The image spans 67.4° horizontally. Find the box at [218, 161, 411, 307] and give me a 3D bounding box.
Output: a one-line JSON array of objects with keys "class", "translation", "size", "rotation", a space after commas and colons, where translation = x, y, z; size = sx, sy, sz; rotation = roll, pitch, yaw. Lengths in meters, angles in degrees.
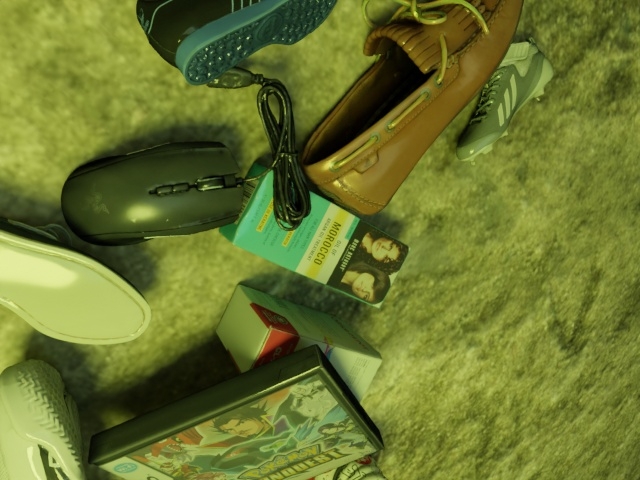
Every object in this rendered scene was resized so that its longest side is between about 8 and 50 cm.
[{"class": "box", "translation": [0.000, 0.000, 0.630], "size": [0.244, 0.060, 0.101], "rotation": [26, 93, -32]}]

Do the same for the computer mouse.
[{"class": "computer mouse", "translation": [-0.140, -0.091, 0.495], "size": [0.261, 0.060, 0.184], "rotation": [-5, 95, -9]}]

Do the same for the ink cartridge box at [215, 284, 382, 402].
[{"class": "ink cartridge box", "translation": [-0.028, 0.134, 0.618], "size": [0.175, 0.127, 0.073], "rotation": [24, 95, -31]}]

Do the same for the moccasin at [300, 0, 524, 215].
[{"class": "moccasin", "translation": [0.110, -0.217, 0.587], "size": [0.380, 0.139, 0.147], "rotation": [-50, 131, 5]}]

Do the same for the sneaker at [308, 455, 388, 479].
[{"class": "sneaker", "translation": [0.028, 0.436, 0.734], "size": [0.090, 0.145, 0.270], "rotation": [6, 103, -30]}]

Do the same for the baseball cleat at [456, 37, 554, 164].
[{"class": "baseball cleat", "translation": [0.251, -0.212, 0.705], "size": [0.206, 0.072, 0.109], "rotation": [-47, 107, -13]}]

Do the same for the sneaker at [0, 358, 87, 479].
[{"class": "sneaker", "translation": [-0.347, 0.309, 0.495], "size": [0.210, 0.137, 0.366], "rotation": [-11, 114, -28]}]

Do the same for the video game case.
[{"class": "video game case", "translation": [-0.082, 0.248, 0.585], "size": [0.274, 0.035, 0.248], "rotation": [-23, 134, 6]}]

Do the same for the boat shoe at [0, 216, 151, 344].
[{"class": "boat shoe", "translation": [-0.291, 0.030, 0.472], "size": [0.254, 0.079, 0.095], "rotation": [24, 98, -29]}]

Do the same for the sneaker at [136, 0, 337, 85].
[{"class": "sneaker", "translation": [-0.077, -0.248, 0.501], "size": [0.090, 0.081, 0.232], "rotation": [47, 58, 6]}]
